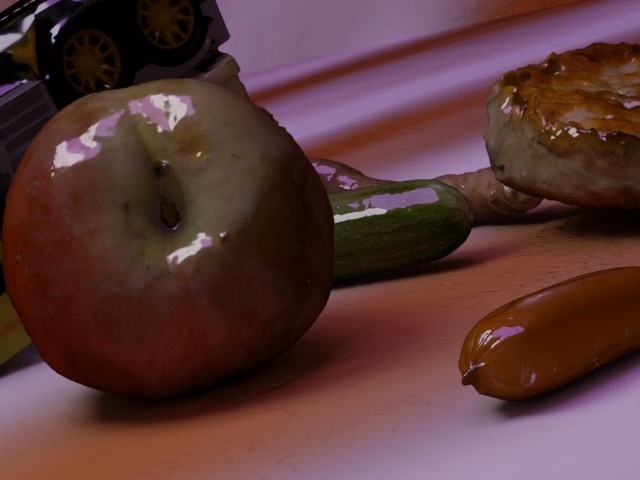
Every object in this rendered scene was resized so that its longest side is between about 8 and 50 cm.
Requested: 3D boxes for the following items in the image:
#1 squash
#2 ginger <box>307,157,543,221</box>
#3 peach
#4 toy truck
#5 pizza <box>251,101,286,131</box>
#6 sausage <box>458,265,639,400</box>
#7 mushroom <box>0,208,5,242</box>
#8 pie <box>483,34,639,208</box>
[{"bbox_3d":[0.000,0.000,1.409,0.239,0.069,0.069,-12,10,18],"label":"squash"},{"bbox_3d":[0.056,-0.032,1.537,0.288,0.075,0.089,-2,20,28],"label":"ginger"},{"bbox_3d":[-0.095,0.001,1.219,0.214,0.214,0.235,-13,-7,-1],"label":"peach"},{"bbox_3d":[-0.226,-0.040,1.432,0.405,0.254,0.181,-37,19,-32],"label":"toy truck"},{"bbox_3d":[-0.121,-0.086,1.977,0.161,0.085,0.305,-6,14,30],"label":"pizza"},{"bbox_3d":[0.143,0.047,1.033,0.183,0.054,0.062,-18,39,-37],"label":"sausage"},{"bbox_3d":[-0.348,-0.013,1.600,0.253,0.153,0.253,-6,-17,-2],"label":"mushroom"},{"bbox_3d":[0.280,-0.086,1.426,0.315,0.092,0.315,-2,17,1],"label":"pie"}]
